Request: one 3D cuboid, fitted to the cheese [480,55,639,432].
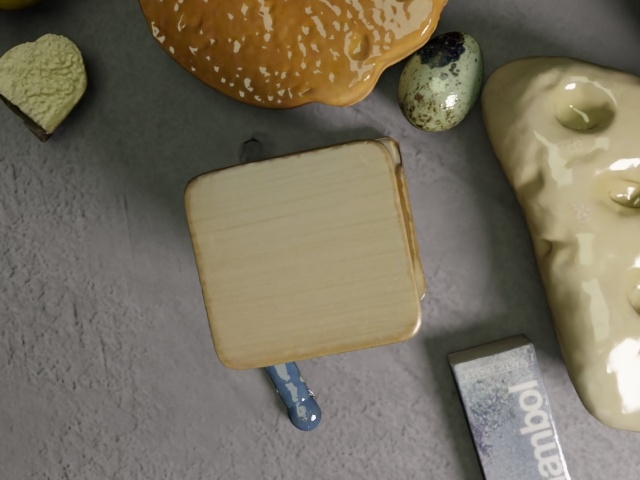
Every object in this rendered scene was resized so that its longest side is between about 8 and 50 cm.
[{"bbox_3d":[0.289,0.008,0.675,0.351,0.129,0.328,22,92,4],"label":"cheese"}]

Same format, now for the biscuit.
[{"bbox_3d":[-0.021,-0.294,0.681,0.351,0.057,0.312,-38,94,19],"label":"biscuit"}]

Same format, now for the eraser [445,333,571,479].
[{"bbox_3d":[0.211,0.216,0.729,0.092,0.046,0.212,-17,89,5],"label":"eraser"}]

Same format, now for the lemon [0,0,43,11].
[{"bbox_3d":[-0.337,-0.347,0.701,0.184,0.184,0.248,26,88,4],"label":"lemon"}]

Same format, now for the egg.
[{"bbox_3d":[0.128,-0.167,0.709,0.085,0.085,0.110,31,98,4],"label":"egg"}]

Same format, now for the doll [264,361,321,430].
[{"bbox_3d":[-0.038,0.157,0.763,0.037,0.027,0.125,-27,86,5],"label":"doll"}]

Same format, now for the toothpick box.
[{"bbox_3d":[0.000,0.000,0.615,0.188,0.308,0.190,-10,92,6],"label":"toothpick box"}]

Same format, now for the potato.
[{"bbox_3d":[-0.307,-0.179,0.762,0.103,0.066,0.096,-40,112,-4],"label":"potato"}]
